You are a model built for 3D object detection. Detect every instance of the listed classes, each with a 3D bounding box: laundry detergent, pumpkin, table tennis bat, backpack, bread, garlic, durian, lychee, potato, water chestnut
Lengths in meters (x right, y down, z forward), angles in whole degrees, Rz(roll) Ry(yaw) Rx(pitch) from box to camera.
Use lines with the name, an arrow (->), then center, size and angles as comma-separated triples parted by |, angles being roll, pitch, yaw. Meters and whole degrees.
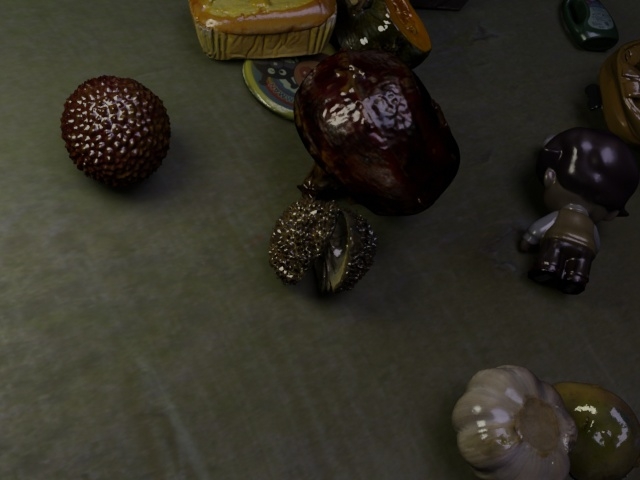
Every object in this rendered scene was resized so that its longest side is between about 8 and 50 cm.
laundry detergent -> 0.685, -0.592, 2.155 | 0.137, 0.063, 0.211 | -6, 64, -20
pumpkin -> 0.099, -0.492, 1.731 | 0.222, 0.139, 0.317 | -3, 70, -53
table tennis bat -> -0.031, -0.391, 1.709 | 0.224, 0.054, 0.368 | 18, 57, -7
backpack -> 0.820, -0.331, 1.976 | 0.378, 0.201, 0.353 | 13, 58, -21
bread -> -0.113, -0.445, 1.632 | 0.288, 0.119, 0.152 | -7, 56, -12
garlic -> 0.317, 0.317, 1.391 | 0.228, 0.152, 0.228 | 17, 54, -25
durian -> 0.000, 0.000, 1.446 | 0.196, 0.167, 0.196 | 34, 31, -24
lychee -> -0.338, -0.177, 1.370 | 0.188, 0.188, 0.188 | 11, 58, -19
potato -> 0.511, 0.334, 1.497 | 0.182, 0.117, 0.202 | -4, 64, -24
water chestnut -> 0.076, -0.176, 1.503 | 0.350, 0.302, 0.350 | 50, 17, -21

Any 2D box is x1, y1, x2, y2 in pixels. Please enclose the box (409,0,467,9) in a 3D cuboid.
box -> 0.238, -0.653, 1.928 | 0.252, 0.153, 0.188 | -7, 67, -29

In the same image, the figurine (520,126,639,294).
figurine -> 0.534, -0.062, 1.732 | 0.218, 0.206, 0.365 | 18, 79, 12
